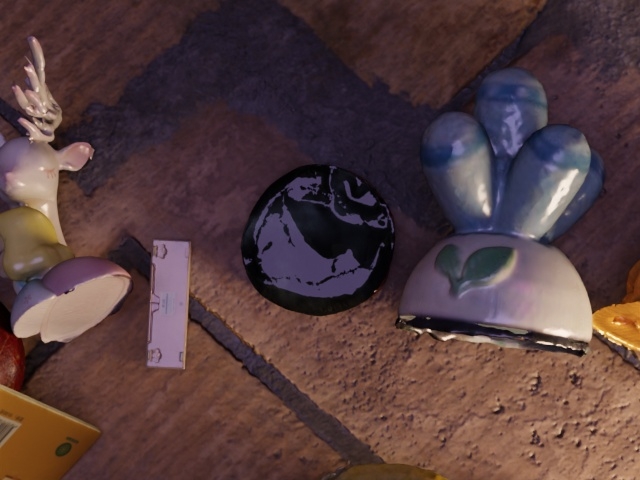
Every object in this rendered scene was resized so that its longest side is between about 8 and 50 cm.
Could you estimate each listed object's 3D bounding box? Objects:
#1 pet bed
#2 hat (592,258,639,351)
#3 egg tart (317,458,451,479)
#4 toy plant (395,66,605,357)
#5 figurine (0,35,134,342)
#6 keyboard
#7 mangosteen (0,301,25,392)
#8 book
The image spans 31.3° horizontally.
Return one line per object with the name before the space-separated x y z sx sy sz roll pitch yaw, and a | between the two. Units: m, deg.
pet bed | 0.000 0.000 1.432 0.201 0.053 0.201 0 87 4
hat | 0.472 0.018 1.365 0.244 0.233 0.233 4 67 33
egg tart | 0.097 0.417 1.352 0.341 0.132 0.341 0 90 13
toy plant | 0.217 -0.040 1.344 0.247 0.247 0.332 7 85 3
figurine | -0.348 -0.063 1.355 0.206 0.284 0.316 -28 74 -1
keyboard | -0.195 0.081 1.456 0.055 0.017 0.166 3 87 -2
mangosteen | -0.463 0.150 1.343 0.215 0.257 0.215 0 90 0
book | -0.422 0.310 1.369 0.295 0.208 0.020 -48 55 -1
